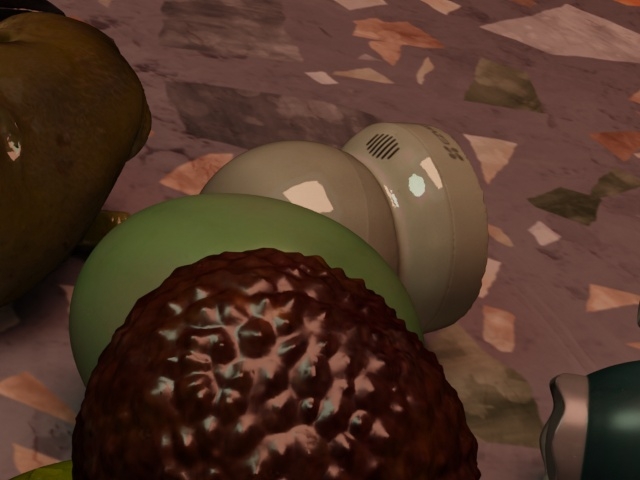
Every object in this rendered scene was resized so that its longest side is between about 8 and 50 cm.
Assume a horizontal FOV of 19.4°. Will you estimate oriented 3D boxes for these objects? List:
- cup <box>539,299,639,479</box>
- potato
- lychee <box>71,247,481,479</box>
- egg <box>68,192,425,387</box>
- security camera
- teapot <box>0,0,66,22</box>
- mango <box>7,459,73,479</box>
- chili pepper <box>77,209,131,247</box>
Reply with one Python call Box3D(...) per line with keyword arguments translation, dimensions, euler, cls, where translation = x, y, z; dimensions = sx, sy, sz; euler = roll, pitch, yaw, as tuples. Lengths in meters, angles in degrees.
Box3D(translation=(0.260, 0.165, 1.454), dimensions=(0.173, 0.167, 0.300), euler=(8, 55, 2), cls="cup")
Box3D(translation=(-0.270, -0.076, 1.532), dimensions=(0.218, 0.203, 0.351), euler=(17, 35, 34), cls="potato")
Box3D(translation=(-0.027, 0.131, 1.142), dimensions=(0.260, 0.261, 0.261), euler=(13, 30, -7), cls="lychee")
Box3D(translation=(-0.055, 0.077, 1.375), dimensions=(0.269, 0.220, 0.220), euler=(16, 29, 10), cls="egg")
Box3D(translation=(0.000, 0.000, 1.575), dimensions=(0.236, 0.195, 0.194), euler=(-8, 38, -32), cls="security camera")
Box3D(translation=(-0.330, -0.209, 1.863), dimensions=(0.177, 0.087, 0.096), euler=(-1, 29, -28), cls="teapot")
Box3D(translation=(-0.163, 0.192, 1.250), dimensions=(0.119, 0.100, 0.178), euler=(28, 23, 23), cls="mango")
Box3D(translation=(-0.244, -0.030, 1.644), dimensions=(0.208, 0.049, 0.043), euler=(23, -4, 16), cls="chili pepper")
